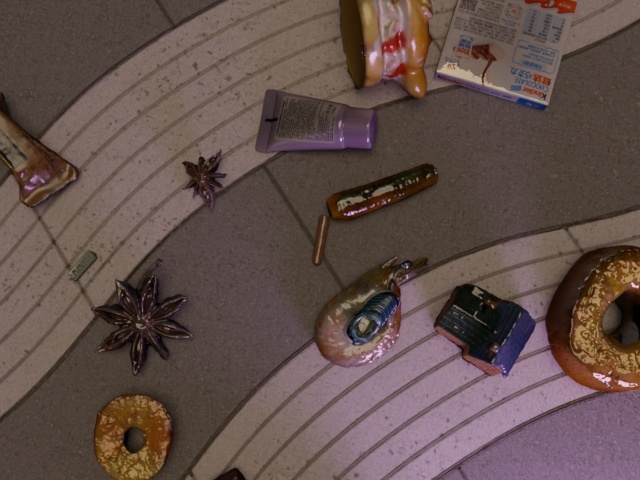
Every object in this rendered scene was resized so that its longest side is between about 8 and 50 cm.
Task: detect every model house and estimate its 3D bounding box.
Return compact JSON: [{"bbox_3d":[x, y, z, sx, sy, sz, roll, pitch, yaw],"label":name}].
[{"bbox_3d":[0.350,0.181,1.631,0.183,0.172,0.166,31,84,6],"label":"model house"}]

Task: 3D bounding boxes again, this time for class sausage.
[{"bbox_3d":[0.000,0.000,1.736,0.026,0.026,0.116,10,82,2],"label":"sausage"}]

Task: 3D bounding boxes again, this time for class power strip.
[{"bbox_3d":[-0.541,0.059,1.739,0.027,0.017,0.083,38,82,7],"label":"power strip"}]

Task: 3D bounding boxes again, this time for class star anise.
[{"bbox_3d":[-0.261,-0.131,1.746,0.124,0.056,0.129,-14,85,24],"label":"star anise"},{"bbox_3d":[-0.387,0.163,1.688,0.230,0.081,0.262,14,93,3],"label":"star anise"}]

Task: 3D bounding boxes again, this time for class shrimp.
[{"bbox_3d":[0.127,0.154,1.693,0.317,0.077,0.168,-38,93,0],"label":"shrimp"}]

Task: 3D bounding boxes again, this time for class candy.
[{"bbox_3d":[-0.690,-0.201,1.742,0.143,0.101,0.271,-44,89,-11],"label":"candy"}]

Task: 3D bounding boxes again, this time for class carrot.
[{"bbox_3d":[0.140,-0.110,1.732,0.260,0.070,0.070,-21,82,-4],"label":"carrot"}]

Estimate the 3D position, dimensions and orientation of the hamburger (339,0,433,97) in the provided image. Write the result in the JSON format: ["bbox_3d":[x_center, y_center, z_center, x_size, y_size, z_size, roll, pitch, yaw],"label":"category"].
[{"bbox_3d":[0.152,-0.460,1.696,0.186,0.261,0.302,-9,99,-5],"label":"hamburger"}]

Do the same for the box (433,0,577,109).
[{"bbox_3d":[0.431,-0.467,1.788,0.273,0.048,0.265,18,82,2],"label":"box"}]

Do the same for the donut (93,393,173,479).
[{"bbox_3d":[-0.397,0.422,1.655,0.174,0.074,0.190,-8,86,-2],"label":"donut"}]

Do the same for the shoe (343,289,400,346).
[{"bbox_3d":[0.110,0.163,1.622,0.143,0.071,0.064,-44,96,-2],"label":"shoe"}]

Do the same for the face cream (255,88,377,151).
[{"bbox_3d":[-0.011,-0.264,1.752,0.274,0.096,0.154,8,84,15],"label":"face cream"}]

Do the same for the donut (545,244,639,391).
[{"bbox_3d":[0.636,0.168,1.641,0.299,0.150,0.317,-10,81,2],"label":"donut"}]

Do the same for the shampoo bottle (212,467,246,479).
[{"bbox_3d":[-0.268,0.569,1.633,0.236,0.067,0.068,-32,90,-3],"label":"shampoo bottle"}]
